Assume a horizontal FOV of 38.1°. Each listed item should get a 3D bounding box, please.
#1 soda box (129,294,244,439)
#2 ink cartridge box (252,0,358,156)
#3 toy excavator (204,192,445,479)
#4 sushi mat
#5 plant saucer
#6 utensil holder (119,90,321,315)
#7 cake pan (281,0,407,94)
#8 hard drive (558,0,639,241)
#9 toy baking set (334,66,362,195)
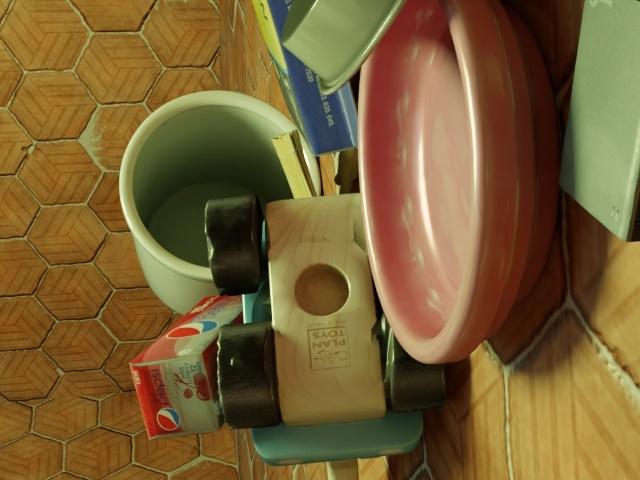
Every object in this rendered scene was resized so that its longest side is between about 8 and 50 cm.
[{"bbox_3d":[-0.127,0.134,1.074,0.263,0.084,0.092,-48,-53,-75],"label":"soda box"},{"bbox_3d":[-0.036,-0.263,1.120,0.307,0.072,0.303,-110,3,-68],"label":"ink cartridge box"},{"bbox_3d":[0.022,0.195,1.079,0.445,0.223,0.432,79,-175,-67],"label":"toy excavator"},{"bbox_3d":[0.000,0.000,1.283,0.151,0.019,0.316,-158,48,-76],"label":"sushi mat"},{"bbox_3d":[0.107,-0.066,0.768,0.332,0.084,0.331,176,90,-78],"label":"plant saucer"},{"bbox_3d":[-0.187,-0.038,1.669,0.385,0.328,0.327,116,149,-70],"label":"utensil holder"},{"bbox_3d":[0.049,-0.258,0.735,0.293,0.054,0.293,-58,14,24],"label":"cake pan"},{"bbox_3d":[0.179,-0.080,0.552,0.094,0.022,0.135,-115,24,-62],"label":"hard drive"},{"bbox_3d":[0.029,-0.189,1.266,0.256,0.030,0.196,100,163,-50],"label":"toy baking set"}]
